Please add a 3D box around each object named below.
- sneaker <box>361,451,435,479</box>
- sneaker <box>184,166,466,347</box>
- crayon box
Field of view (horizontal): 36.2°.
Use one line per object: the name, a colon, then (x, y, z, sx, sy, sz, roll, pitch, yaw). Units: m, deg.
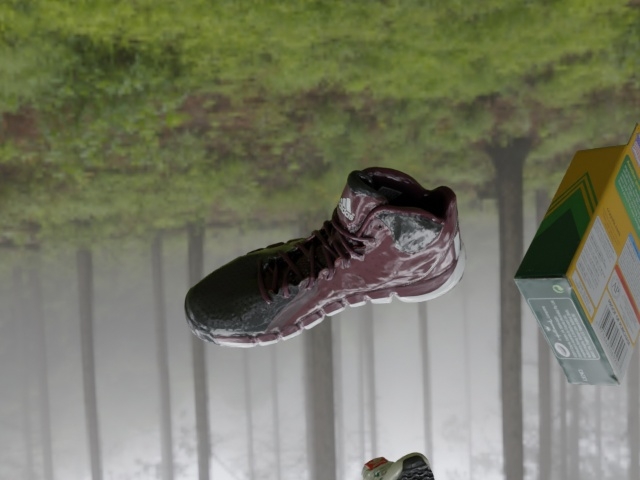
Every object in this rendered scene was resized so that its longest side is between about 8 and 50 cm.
sneaker: (0.063, 0.236, 0.949, 0.057, 0.161, 0.075, -14, -128, -18)
sneaker: (0.000, 0.000, 0.914, 0.281, 0.106, 0.162, -15, 145, -7)
crayon box: (0.392, 0.015, 1.360, 0.083, 0.203, 0.323, -4, -141, 41)
